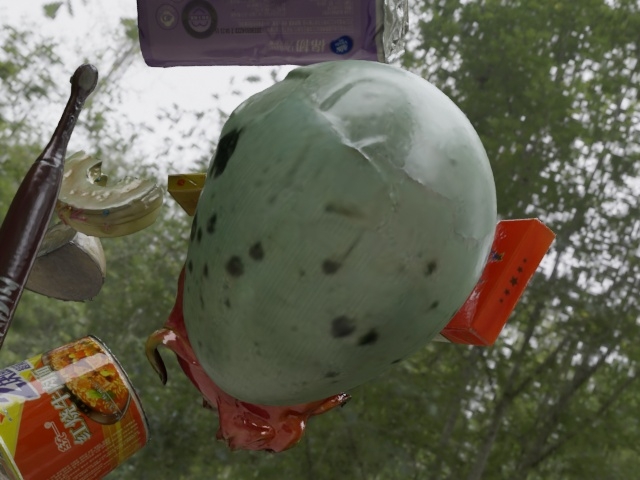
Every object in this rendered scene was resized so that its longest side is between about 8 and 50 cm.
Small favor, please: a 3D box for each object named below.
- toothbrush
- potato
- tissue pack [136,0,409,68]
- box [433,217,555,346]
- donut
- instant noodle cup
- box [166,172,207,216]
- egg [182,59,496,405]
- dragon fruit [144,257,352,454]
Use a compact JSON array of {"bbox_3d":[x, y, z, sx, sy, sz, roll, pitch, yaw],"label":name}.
[{"bbox_3d":[-0.272,-0.016,0.850,0.041,0.363,0.041,11,-24,5],"label":"toothbrush"},{"bbox_3d":[-0.401,0.026,1.513,0.120,0.100,0.261,42,-36,-26],"label":"potato"},{"bbox_3d":[-0.058,-0.349,1.188,0.339,0.160,0.242,3,-74,16],"label":"tissue pack"},{"bbox_3d":[0.142,0.046,0.994,0.035,0.139,0.245,37,-14,-14],"label":"box"},{"bbox_3d":[-0.292,-0.051,1.202,0.166,0.108,0.065,27,-39,29],"label":"donut"},{"bbox_3d":[-0.327,0.229,1.152,0.213,0.174,0.213,39,-36,36],"label":"instant noodle cup"},{"bbox_3d":[-0.070,-0.048,0.940,0.155,0.023,0.087,-2,-13,7],"label":"box"},{"bbox_3d":[0.000,0.000,0.402,0.131,0.164,0.131,38,10,-8],"label":"egg"},{"bbox_3d":[-0.040,0.076,0.873,0.224,0.227,0.224,28,7,-4],"label":"dragon fruit"}]
